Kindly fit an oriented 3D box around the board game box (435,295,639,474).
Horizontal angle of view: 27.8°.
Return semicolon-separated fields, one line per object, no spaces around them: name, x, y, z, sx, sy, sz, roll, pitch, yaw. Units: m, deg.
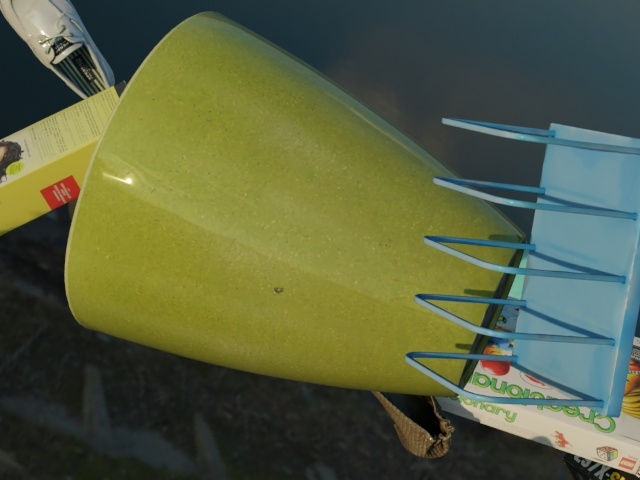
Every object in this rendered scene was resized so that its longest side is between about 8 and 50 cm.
board game box;0.265;0.162;1.616;0.305;0.053;0.193;18;41;7

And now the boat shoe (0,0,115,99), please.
boat shoe;-0.350;-0.273;1.758;0.226;0.083;0.076;46;7;-36

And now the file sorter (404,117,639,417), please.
file sorter;0.128;0.011;0.812;0.105;0.170;0.118;5;8;-23

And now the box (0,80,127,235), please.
box;-0.283;-0.074;1.307;0.087;0.232;0.058;58;-7;48

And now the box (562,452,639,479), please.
box;0.483;0.399;1.811;0.257;0.079;0.322;35;-10;32

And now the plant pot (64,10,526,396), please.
plant pot;0.000;0.000;1.009;0.294;0.274;0.275;23;25;13

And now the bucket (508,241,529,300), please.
bucket;0.322;0.160;2.173;0.281;0.183;0.281;64;-5;9

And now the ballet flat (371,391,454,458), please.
ballet flat;0.086;0.158;1.467;0.084;0.058;0.249;-46;120;-26

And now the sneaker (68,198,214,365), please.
sneaker;-0.203;0.027;1.478;0.286;0.109;0.130;43;16;24
